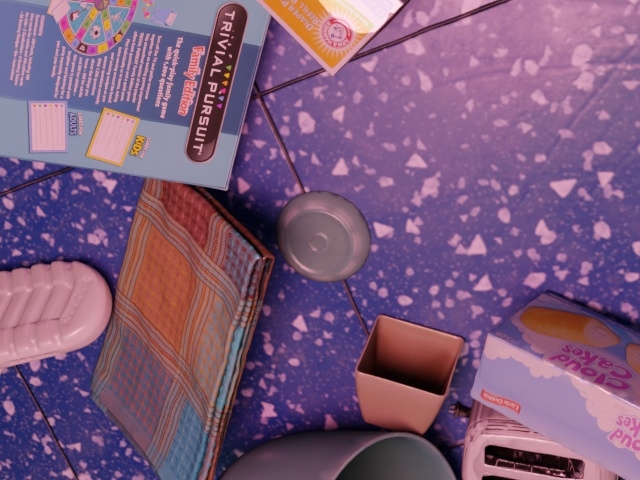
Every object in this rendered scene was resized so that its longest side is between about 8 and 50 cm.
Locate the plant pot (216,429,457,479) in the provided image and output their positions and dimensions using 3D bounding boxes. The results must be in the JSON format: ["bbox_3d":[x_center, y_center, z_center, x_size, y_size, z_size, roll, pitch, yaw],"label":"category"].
[{"bbox_3d":[-0.005,0.363,1.428,0.235,0.293,0.292,2,115,43],"label":"plant pot"}]

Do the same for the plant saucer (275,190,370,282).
[{"bbox_3d":[0.000,0.000,1.413,0.119,0.021,0.119,6,114,14],"label":"plant saucer"}]

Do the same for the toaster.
[{"bbox_3d":[0.251,0.233,1.365,0.227,0.146,0.129,9,114,13],"label":"toaster"}]

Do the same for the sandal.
[{"bbox_3d":[-0.457,0.122,1.553,0.417,0.169,0.102,-3,151,19],"label":"sandal"}]

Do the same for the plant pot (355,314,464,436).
[{"bbox_3d":[0.101,0.170,1.414,0.109,0.109,0.096,16,129,10],"label":"plant pot"}]

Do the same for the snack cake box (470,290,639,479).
[{"bbox_3d":[0.316,0.165,1.269,0.264,0.152,0.089,26,119,27],"label":"snack cake box"}]

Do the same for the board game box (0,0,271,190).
[{"bbox_3d":[-0.240,-0.204,1.286,0.336,0.079,0.253,8,118,-18],"label":"board game box"}]

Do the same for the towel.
[{"bbox_3d":[-0.179,0.110,1.421,0.271,0.040,0.370,41,125,41],"label":"towel"}]

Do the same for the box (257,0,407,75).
[{"bbox_3d":[0.031,-0.262,1.189,0.114,0.203,0.103,45,117,-5],"label":"box"}]
